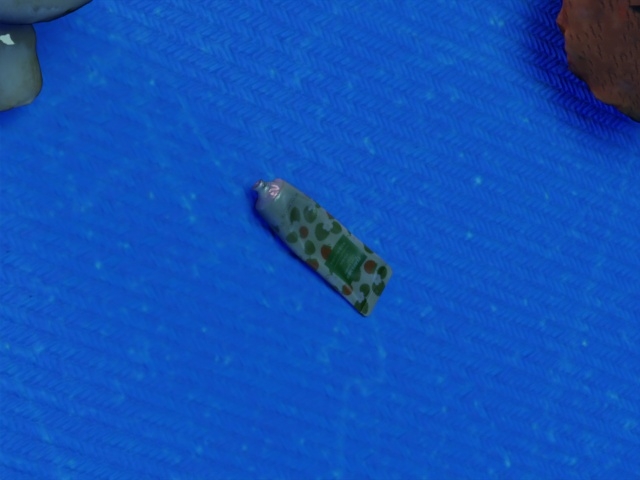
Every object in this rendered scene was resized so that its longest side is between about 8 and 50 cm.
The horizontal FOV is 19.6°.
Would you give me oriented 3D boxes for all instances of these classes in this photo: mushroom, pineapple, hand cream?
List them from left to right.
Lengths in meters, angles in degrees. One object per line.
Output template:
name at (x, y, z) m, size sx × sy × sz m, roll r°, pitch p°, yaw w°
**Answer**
mushroom at (-0.267, -0.228, 1.512) m, size 0.206 × 0.209 × 0.206 m, roll -3°, pitch 54°, yaw 4°
hand cream at (0.000, 0.000, 1.683) m, size 0.165 × 0.037 × 0.057 m, roll 41°, pitch 64°, yaw -22°
pineapple at (0.388, -0.273, 1.863) m, size 0.223 × 0.223 × 0.357 m, roll 53°, pitch 43°, yaw -9°
